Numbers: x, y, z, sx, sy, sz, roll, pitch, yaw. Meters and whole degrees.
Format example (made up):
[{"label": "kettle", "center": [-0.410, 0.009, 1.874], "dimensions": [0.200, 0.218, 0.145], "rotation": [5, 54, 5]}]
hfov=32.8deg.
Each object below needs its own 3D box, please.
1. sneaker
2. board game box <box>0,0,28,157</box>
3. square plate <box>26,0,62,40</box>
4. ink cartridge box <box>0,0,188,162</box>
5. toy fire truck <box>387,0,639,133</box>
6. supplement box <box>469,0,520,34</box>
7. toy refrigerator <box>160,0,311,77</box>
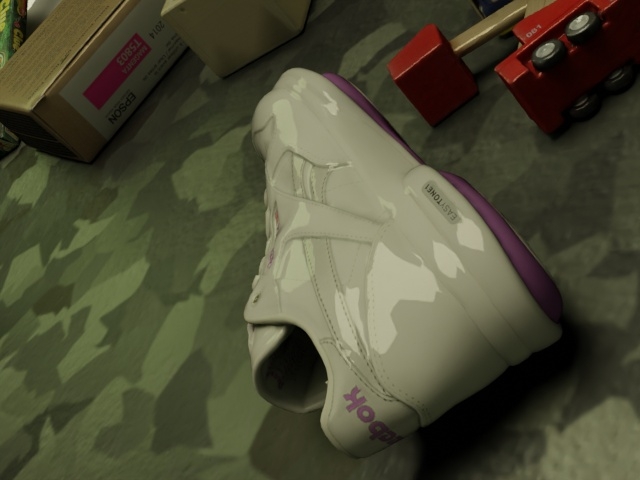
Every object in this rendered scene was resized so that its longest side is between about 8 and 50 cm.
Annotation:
[{"label": "sneaker", "center": [0.000, 0.000, 0.601], "dimensions": [0.152, 0.114, 0.305], "rotation": [-42, 30, 2]}, {"label": "board game box", "center": [-0.426, -0.192, 1.369], "dimensions": [0.136, 0.030, 0.260], "rotation": [-29, 49, 28]}, {"label": "square plate", "center": [-0.441, -0.387, 1.562], "dimensions": [0.344, 0.049, 0.347], "rotation": [33, 92, 51]}, {"label": "ink cartridge box", "center": [-0.236, -0.203, 1.159], "dimensions": [0.235, 0.088, 0.193], "rotation": [-52, 32, -13]}, {"label": "toy fire truck", "center": [0.140, -0.129, 0.656], "dimensions": [0.192, 0.047, 0.135], "rotation": [-38, 30, 10]}, {"label": "supplement box", "center": [0.154, -0.350, 0.763], "dimensions": [0.195, 0.194, 0.357], "rotation": [-26, 36, 29]}, {"label": "toy refrigerator", "center": [-0.062, -0.289, 1.047], "dimensions": [0.102, 0.094, 0.270], "rotation": [-23, 36, 32]}]
